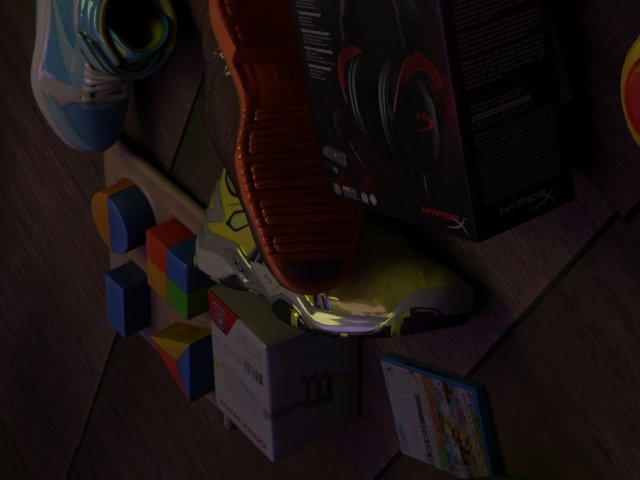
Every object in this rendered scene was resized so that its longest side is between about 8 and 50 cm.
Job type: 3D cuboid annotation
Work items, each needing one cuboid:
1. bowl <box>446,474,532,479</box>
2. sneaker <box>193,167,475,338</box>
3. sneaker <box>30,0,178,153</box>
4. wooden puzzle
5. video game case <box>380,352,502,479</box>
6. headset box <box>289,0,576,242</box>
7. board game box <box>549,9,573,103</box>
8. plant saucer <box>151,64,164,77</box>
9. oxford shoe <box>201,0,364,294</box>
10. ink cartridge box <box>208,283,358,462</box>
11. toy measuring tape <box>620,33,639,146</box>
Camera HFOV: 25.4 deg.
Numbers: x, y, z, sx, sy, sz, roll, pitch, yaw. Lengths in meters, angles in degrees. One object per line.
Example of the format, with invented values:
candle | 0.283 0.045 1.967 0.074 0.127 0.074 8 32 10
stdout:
bowl | 0.180 0.350 1.366 0.311 0.163 0.311 40 142 41
sneaker | 0.000 0.000 1.455 0.384 0.145 0.147 19 107 44
sneaker | -0.258 -0.211 1.722 0.208 0.127 0.319 41 143 41
wooden puzzle | -0.221 0.056 1.931 0.348 0.080 0.322 43 143 38
video game case | 0.126 0.190 1.499 0.166 0.015 0.119 14 121 57
headset box | 0.079 -0.168 1.153 0.218 0.110 0.293 20 127 54
board game box | 0.134 -0.210 1.179 0.124 0.039 0.259 2 110 60
plant saucer | -0.235 -0.300 1.767 0.192 0.018 0.067 64 152 9
oxford shoe | -0.045 -0.099 1.424 0.133 0.130 0.364 126 139 -56
ink cartridge box | -0.041 0.134 1.626 0.128 0.127 0.176 40 141 42
toy measuring tape | 0.245 -0.162 0.953 0.121 0.121 0.330 -15 88 62
